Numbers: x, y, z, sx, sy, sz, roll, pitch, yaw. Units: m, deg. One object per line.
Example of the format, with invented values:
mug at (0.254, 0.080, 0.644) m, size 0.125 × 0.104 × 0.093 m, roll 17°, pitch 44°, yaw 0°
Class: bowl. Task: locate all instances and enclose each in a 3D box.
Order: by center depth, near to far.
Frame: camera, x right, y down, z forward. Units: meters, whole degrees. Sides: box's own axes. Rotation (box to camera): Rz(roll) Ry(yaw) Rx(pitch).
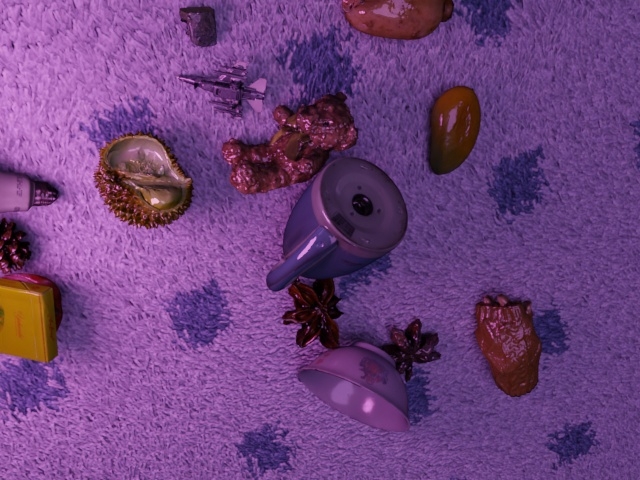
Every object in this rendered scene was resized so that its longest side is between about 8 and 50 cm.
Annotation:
bowl at (0.119, 0.390, 1.618) m, size 0.345 × 0.345 × 0.157 m, roll 41°, pitch 61°, yaw -21°

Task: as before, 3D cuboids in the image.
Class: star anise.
star anise at (-0.016, 0.194, 1.589) m, size 0.189 × 0.126 × 0.220 m, roll 14°, pitch 75°, yaw -17°
star anise at (0.263, 0.329, 1.721) m, size 0.212 × 0.073 × 0.197 m, roll -35°, pitch 114°, yaw -4°

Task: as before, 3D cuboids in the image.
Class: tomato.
tomato at (-0.715, 0.154, 1.409) m, size 0.173 × 0.099 × 0.190 m, roll -5°, pitch 110°, yaw 11°

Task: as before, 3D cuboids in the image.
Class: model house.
model house at (-0.287, -0.502, 1.344) m, size 0.078 × 0.066 × 0.083 m, roll -13°, pitch 128°, yaw -21°

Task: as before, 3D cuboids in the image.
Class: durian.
durian at (-0.417, -0.132, 1.347) m, size 0.237 × 0.176 × 0.200 m, roll 46°, pitch 48°, yaw -9°

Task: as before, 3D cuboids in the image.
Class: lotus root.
lotus root at (0.193, -0.574, 1.389) m, size 0.283 × 0.146 × 0.160 m, roll 0°, pitch 127°, yaw -17°

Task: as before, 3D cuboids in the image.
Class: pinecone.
pinecone at (-0.750, 0.018, 1.345) m, size 0.140 × 0.140 × 0.121 m, roll -43°, pitch 139°, yaw 2°

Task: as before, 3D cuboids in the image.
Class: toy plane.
toy plane at (-0.233, -0.365, 1.384) m, size 0.233 × 0.082 × 0.160 m, roll 3°, pitch 132°, yaw -15°

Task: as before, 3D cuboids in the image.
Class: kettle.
kettle at (0.000, 0.000, 1.411) m, size 0.247 × 0.342 × 0.319 m, roll 51°, pitch 50°, yaw 1°

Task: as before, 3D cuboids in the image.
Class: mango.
mango at (0.364, -0.296, 1.546) m, size 0.137 × 0.091 × 0.238 m, roll -4°, pitch 114°, yaw -7°

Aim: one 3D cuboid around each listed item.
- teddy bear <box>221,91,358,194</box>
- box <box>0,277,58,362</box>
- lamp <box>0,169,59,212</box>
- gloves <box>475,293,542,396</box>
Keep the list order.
teddy bear at (-0.073, -0.241, 1.384) m, size 0.295 × 0.246 × 0.223 m, roll -2°, pitch 134°, yaw -23°
box at (-0.788, 0.173, 1.351) m, size 0.334 × 0.047 × 0.187 m, roll 9°, pitch 111°, yaw 9°
lamp at (-0.766, -0.109, 1.273) m, size 0.313 × 0.182 × 0.182 m, roll 5°, pitch 105°, yaw -15°
gloves at (0.592, 0.317, 1.755) m, size 0.203 × 0.155 × 0.357 m, roll -24°, pitch 107°, yaw -10°
